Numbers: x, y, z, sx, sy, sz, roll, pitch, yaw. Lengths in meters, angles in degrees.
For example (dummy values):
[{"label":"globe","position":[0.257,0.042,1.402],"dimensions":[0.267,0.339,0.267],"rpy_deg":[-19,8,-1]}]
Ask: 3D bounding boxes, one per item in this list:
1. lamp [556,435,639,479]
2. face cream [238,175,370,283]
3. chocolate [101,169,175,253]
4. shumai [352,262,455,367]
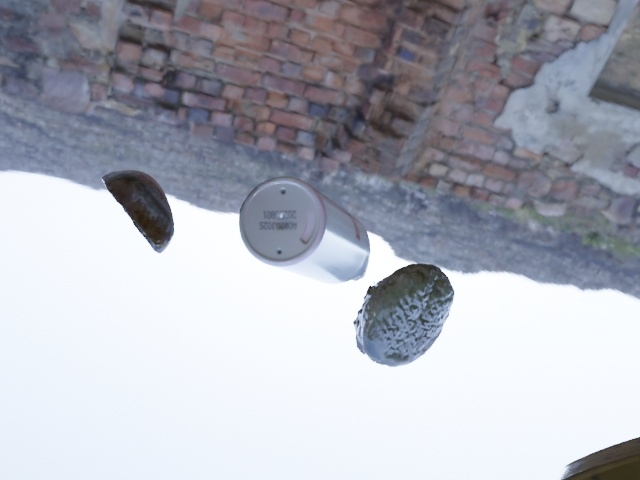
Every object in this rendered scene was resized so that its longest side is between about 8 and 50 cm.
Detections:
[{"label":"lamp","position":[0.374,0.321,0.906],"dimensions":[0.161,0.185,0.161],"rpy_deg":[33,-139,-34]},{"label":"face cream","position":[0.000,0.000,0.956],"dimensions":[0.102,0.102,0.345],"rpy_deg":[29,-179,14]},{"label":"chocolate","position":[-0.316,-0.069,1.388],"dimensions":[0.157,0.080,0.254],"rpy_deg":[57,170,-14]},{"label":"shumai","position":[0.125,0.117,1.303],"dimensions":[0.201,0.201,0.120],"rpy_deg":[-4,-156,-37]}]
